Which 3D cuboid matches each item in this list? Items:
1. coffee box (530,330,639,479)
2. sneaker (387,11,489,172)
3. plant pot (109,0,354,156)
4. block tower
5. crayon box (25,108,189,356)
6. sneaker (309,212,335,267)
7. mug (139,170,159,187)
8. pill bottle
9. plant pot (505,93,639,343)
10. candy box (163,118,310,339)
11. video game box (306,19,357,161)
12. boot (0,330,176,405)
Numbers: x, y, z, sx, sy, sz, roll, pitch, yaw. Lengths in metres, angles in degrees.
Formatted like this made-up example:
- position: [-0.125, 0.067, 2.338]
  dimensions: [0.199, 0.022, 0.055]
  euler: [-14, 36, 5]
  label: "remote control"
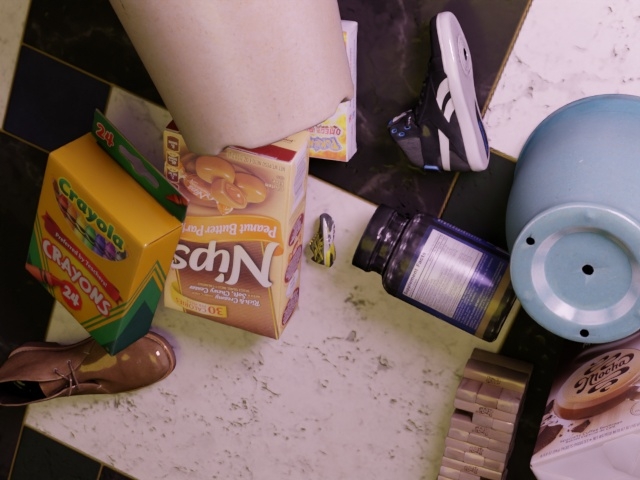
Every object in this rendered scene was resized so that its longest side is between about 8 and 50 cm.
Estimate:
- position: [0.386, 0.216, 1.861]
  dimensions: [0.168, 0.297, 0.119]
  euler: [-24, 108, 28]
  label: "coffee box"
- position: [0.137, -0.181, 1.886]
  dimensions: [0.121, 0.079, 0.217]
  euler: [-6, 114, 22]
  label: "sneaker"
- position: [-0.109, -0.281, 1.776]
  dimensions: [0.334, 0.334, 0.305]
  euler: [-10, 110, 25]
  label: "plant pot"
- position: [0.222, 0.324, 2.100]
  dimensions: [0.097, 0.091, 0.335]
  euler: [15, 119, 14]
  label: "block tower"
- position: [-0.306, -0.007, 2.061]
  dimensions: [0.202, 0.081, 0.318]
  euler: [43, 140, 17]
  label: "crayon box"
- position: [0.000, 0.000, 2.056]
  dimensions: [0.035, 0.031, 0.083]
  euler: [7, 117, 18]
  label: "sneaker"
- position: [-0.247, -0.061, 2.105]
  dimensions: [0.064, 0.062, 0.078]
  euler: [46, 115, 4]
  label: "mug"
- position: [0.159, 0.038, 1.962]
  dimensions: [0.219, 0.123, 0.123]
  euler: [26, 121, 8]
  label: "pill bottle"
- position: [0.346, -0.009, 1.790]
  dimensions: [0.271, 0.255, 0.272]
  euler: [8, 118, 16]
  label: "plant pot"
- position: [-0.120, -0.025, 2.028]
  dimensions: [0.183, 0.087, 0.316]
  euler: [16, 130, 13]
  label: "candy box"
- position: [-0.053, -0.209, 1.965]
  dimensions: [0.205, 0.048, 0.187]
  euler: [8, 120, 17]
  label: "video game box"
- position: [-0.367, 0.209, 2.252]
  dimensions: [0.305, 0.115, 0.112]
  euler: [-9, 109, 23]
  label: "boot"
